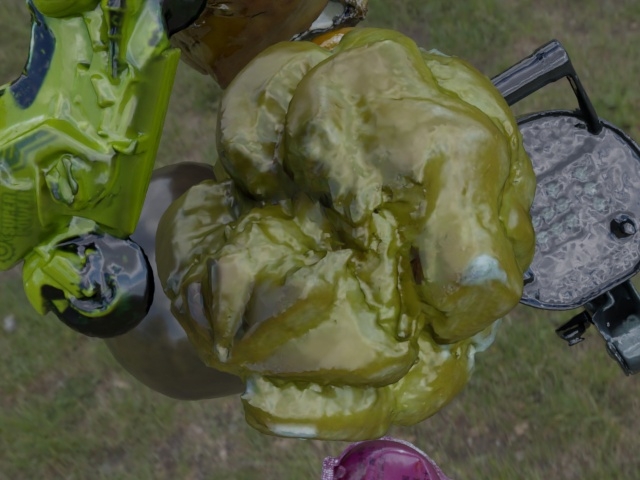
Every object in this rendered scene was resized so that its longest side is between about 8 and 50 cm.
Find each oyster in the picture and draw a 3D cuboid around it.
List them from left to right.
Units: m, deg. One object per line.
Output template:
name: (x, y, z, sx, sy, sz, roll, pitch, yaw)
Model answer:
oyster: (-0.022, -0.327, 1.976, 0.345, 0.078, 0.128, 5, 59, 56)

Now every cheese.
cheese: (0.115, 0.299, 1.497, 0.244, 0.062, 0.155, 14, 48, -12)

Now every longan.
longan: (-0.145, 0.050, 1.597, 0.297, 0.297, 0.297, -8, 55, 12)

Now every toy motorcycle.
toy motorcycle: (-0.203, -0.101, 1.008, 0.206, 0.342, 0.142, 13, 15, -3)

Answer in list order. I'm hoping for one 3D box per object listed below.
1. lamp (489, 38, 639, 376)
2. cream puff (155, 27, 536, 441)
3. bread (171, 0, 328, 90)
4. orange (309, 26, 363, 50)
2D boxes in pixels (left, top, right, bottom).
lamp: (0.239, -0.048, 1.406, 0.205, 0.374, 0.272, -32, 21, 5)
cream puff: (0.000, 0.000, 1.098, 0.275, 0.378, 0.378, -7, 42, -39)
bread: (-0.097, -0.342, 1.665, 0.167, 0.324, 0.277, 39, 80, 13)
orange: (0.032, -0.161, 1.432, 0.156, 0.124, 0.156, -1, 74, 3)
